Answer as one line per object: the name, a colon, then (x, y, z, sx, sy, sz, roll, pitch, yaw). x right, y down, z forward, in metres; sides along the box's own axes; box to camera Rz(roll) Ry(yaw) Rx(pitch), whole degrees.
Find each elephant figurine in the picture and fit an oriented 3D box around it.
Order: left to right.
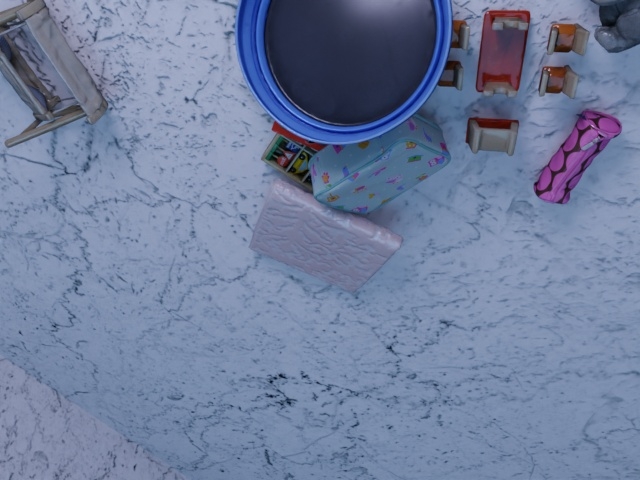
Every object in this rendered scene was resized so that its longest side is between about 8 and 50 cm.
elephant figurine: (0.469, -0.432, 0.897, 0.186, 0.169, 0.239, -22, 125, 33)

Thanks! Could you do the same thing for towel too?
towel: (0.000, 0.000, 1.434, 0.332, 0.053, 0.317, 24, 149, -6)

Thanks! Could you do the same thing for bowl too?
bowl: (0.041, -0.370, 1.020, 0.391, 0.077, 0.391, 4, 104, 17)

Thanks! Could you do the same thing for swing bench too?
swing bench: (-0.629, -0.371, 1.245, 0.255, 0.165, 0.253, -11, 127, 17)

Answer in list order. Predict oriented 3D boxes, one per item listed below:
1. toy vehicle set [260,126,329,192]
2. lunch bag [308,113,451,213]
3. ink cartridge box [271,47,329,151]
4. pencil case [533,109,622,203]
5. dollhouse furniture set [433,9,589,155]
toy vehicle set: (-0.003, -0.236, 1.285, 0.166, 0.035, 0.267, 30, 131, -13)
lunch bag: (0.123, -0.163, 1.222, 0.279, 0.107, 0.224, -30, 156, 37)
ink cartridge box: (0.011, -0.273, 1.188, 0.189, 0.066, 0.232, 23, 128, -7)
pencil case: (0.522, -0.165, 1.172, 0.095, 0.098, 0.209, 17, 134, -1)
dollhouse furniture set: (0.343, -0.307, 1.098, 0.262, 0.135, 0.259, 6, 121, 9)
